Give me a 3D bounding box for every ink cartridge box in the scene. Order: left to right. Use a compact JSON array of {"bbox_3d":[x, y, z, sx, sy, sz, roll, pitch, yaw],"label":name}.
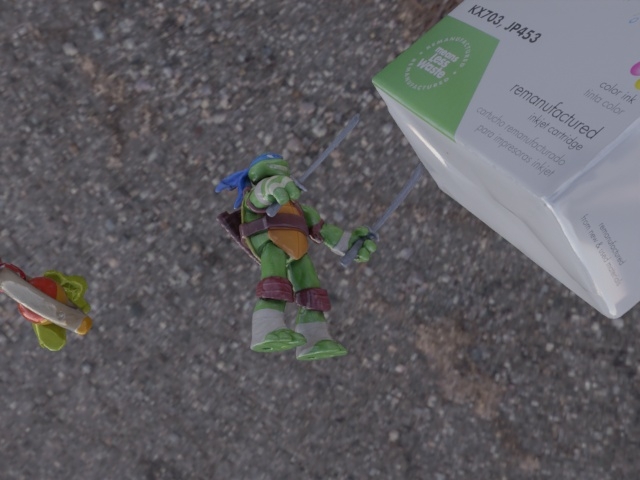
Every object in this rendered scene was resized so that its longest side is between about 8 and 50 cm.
[{"bbox_3d":[0.233,-0.143,0.656,0.353,0.207,0.119,-41,128,-3],"label":"ink cartridge box"}]

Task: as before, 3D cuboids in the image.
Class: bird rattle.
[{"bbox_3d":[-0.486,0.081,1.781,0.207,0.143,0.253,23,161,47],"label":"bird rattle"}]

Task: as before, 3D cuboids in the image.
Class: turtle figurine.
[{"bbox_3d":[0.000,0.000,1.278,0.274,0.198,0.266,-4,73,3],"label":"turtle figurine"}]
